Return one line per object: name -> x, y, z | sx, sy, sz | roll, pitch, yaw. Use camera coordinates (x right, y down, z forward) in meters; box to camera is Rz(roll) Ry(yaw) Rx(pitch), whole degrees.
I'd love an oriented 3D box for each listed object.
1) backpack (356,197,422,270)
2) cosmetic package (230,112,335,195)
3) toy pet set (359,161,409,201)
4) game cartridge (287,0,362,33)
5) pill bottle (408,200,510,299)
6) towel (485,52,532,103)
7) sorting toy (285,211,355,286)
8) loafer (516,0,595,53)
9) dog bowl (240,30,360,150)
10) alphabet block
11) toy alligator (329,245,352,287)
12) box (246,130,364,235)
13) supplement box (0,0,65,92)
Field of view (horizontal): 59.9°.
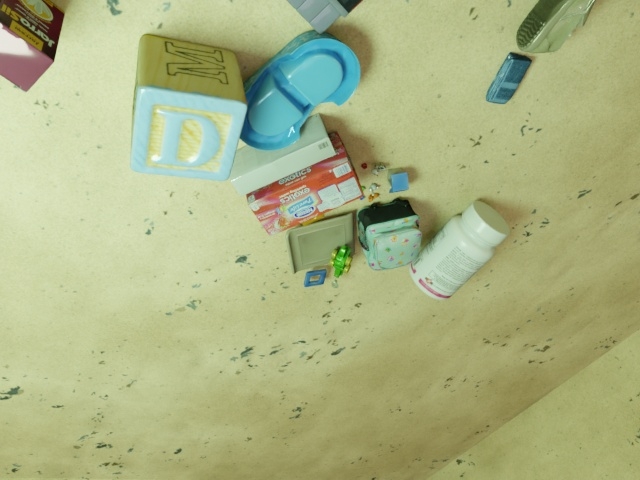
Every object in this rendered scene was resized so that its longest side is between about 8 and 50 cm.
backpack -> 0.192, -0.001, 1.531 | 0.165, 0.144, 0.188 | -15, 141, -10
cosmetic package -> -0.092, -0.195, 1.267 | 0.239, 0.099, 0.060 | -23, 140, 7
toy pet set -> 0.163, -0.138, 1.430 | 0.114, 0.065, 0.122 | -9, 138, -8
game cartridge -> 0.059, -0.555, 0.963 | 0.355, 0.068, 0.230 | -38, 130, 22
pill bottle -> 0.401, 0.030, 1.612 | 0.160, 0.160, 0.283 | 16, 129, -31
towel -> 0.438, -0.373, 1.294 | 0.067, 0.029, 0.119 | 2, 134, -21
sorting toy -> 0.000, 0.000, 1.541 | 0.195, 0.047, 0.348 | -17, 141, -9
loafer -> 0.520, -0.499, 1.142 | 0.092, 0.102, 0.268 | 10, 141, -28
dog bowl -> -0.059, -0.316, 1.166 | 0.297, 0.074, 0.166 | -36, 135, 19
alphabet block -> -0.262, -0.253, 1.077 | 0.193, 0.197, 0.192 | 6, 134, -22
toy alligator -> 0.059, 0.066, 1.574 | 0.056, 0.051, 0.190 | 26, 145, 12
box -> -0.043, -0.134, 1.327 | 0.256, 0.123, 0.128 | -23, 137, 8
supplement box -> -0.495, -0.345, 0.911 | 0.080, 0.188, 0.104 | -35, 135, 19
